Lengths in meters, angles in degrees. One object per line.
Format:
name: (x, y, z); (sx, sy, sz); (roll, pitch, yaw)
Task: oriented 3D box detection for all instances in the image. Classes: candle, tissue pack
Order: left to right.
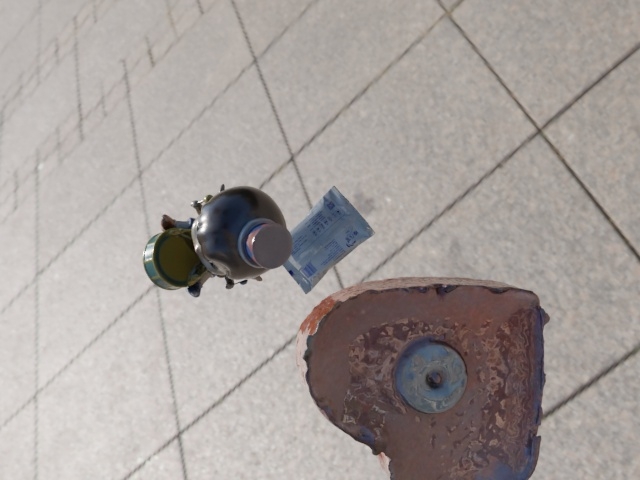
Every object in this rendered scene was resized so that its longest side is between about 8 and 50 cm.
tissue pack: (0.000, 0.000, 1.752); (0.193, 0.122, 0.026); (-42, -6, 20)
candle: (0.136, 0.152, 1.085); (0.287, 0.317, 0.131); (-46, 12, -2)

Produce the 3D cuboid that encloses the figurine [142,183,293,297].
figurine: (-0.145, 0.001, 1.376); (0.158, 0.161, 0.275); (-30, 5, -42)
